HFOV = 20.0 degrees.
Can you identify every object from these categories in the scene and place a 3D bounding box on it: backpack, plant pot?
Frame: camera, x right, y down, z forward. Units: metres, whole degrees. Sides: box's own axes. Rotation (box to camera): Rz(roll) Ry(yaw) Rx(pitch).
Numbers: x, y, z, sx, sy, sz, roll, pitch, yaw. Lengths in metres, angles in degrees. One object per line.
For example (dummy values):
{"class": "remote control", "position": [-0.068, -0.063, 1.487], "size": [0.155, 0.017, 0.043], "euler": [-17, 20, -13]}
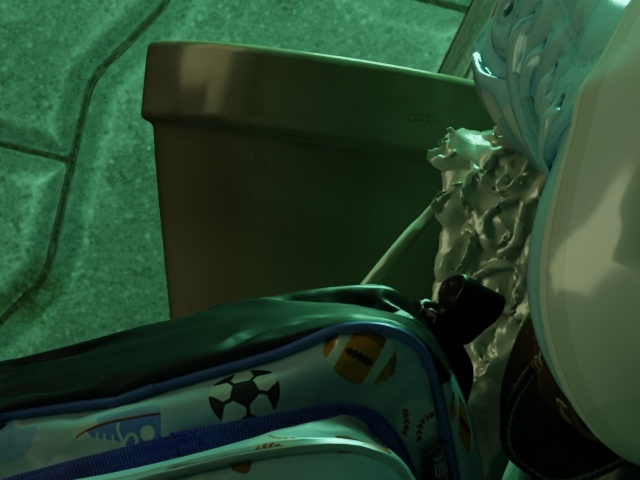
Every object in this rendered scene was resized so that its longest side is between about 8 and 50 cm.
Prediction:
{"class": "backpack", "position": [-0.037, 0.170, 0.722], "size": [0.213, 0.276, 0.263], "euler": [-76, -27, -76]}
{"class": "plant pot", "position": [0.000, 0.000, 1.479], "size": [0.323, 0.323, 0.280], "euler": [-170, 88, -87]}

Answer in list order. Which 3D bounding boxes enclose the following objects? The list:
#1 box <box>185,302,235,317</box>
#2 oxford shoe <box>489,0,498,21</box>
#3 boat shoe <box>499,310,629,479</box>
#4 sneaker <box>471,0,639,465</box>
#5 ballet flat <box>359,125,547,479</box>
{"class": "box", "position": [-0.068, 0.197, 0.997], "size": [0.295, 0.073, 0.293], "euler": [-22, -69, -71]}
{"class": "oxford shoe", "position": [0.152, -0.089, 0.842], "size": [0.271, 0.097, 0.098], "euler": [144, 127, -65]}
{"class": "boat shoe", "position": [0.122, 0.043, 0.713], "size": [0.073, 0.073, 0.207], "euler": [-64, 1, -42]}
{"class": "sneaker", "position": [0.112, -0.040, 0.585], "size": [0.150, 0.135, 0.366], "euler": [-23, 18, 35]}
{"class": "ballet flat", "position": [0.038, 0.123, 0.969], "size": [0.147, 0.147, 0.409], "euler": [-171, 106, -87]}
